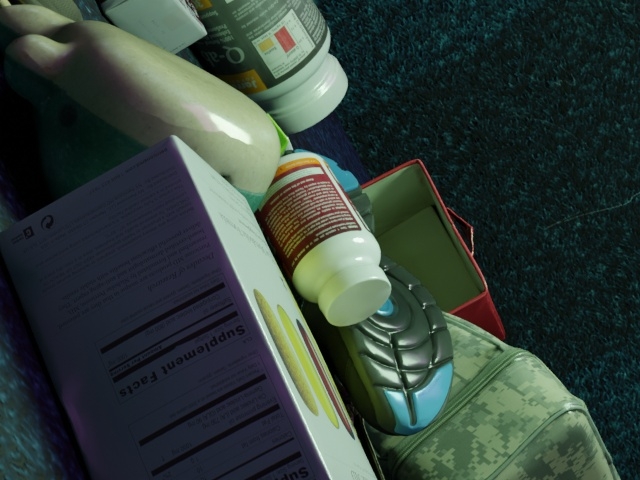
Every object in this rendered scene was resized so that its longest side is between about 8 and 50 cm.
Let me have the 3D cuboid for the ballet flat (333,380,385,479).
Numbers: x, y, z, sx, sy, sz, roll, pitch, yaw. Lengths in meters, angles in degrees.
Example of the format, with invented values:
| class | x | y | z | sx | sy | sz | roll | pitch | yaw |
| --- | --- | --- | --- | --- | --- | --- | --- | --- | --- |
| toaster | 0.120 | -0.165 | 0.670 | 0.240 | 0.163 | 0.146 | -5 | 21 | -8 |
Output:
| class | x | y | z | sx | sy | sz | roll | pitch | yaw |
| --- | --- | --- | --- | --- | --- | --- | --- | --- | --- |
| ballet flat | 0.053 | 0.241 | 1.647 | 0.250 | 0.058 | 0.084 | 63 | 8 | 13 |

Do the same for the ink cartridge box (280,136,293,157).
| class | x | y | z | sx | sy | sz | roll | pitch | yaw |
| --- | --- | --- | --- | --- | --- | --- | --- | --- | --- |
| ink cartridge box | -0.028 | -0.023 | 2.224 | 0.145 | 0.045 | 0.179 | -110 | -174 | -53 |

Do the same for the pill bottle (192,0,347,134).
| class | x | y | z | sx | sy | sz | roll | pitch | yaw |
| --- | --- | --- | --- | --- | --- | --- | --- | --- | --- |
| pill bottle | -0.086 | -0.279 | 2.240 | 0.278 | 0.162 | 0.162 | 56 | 9 | -32 |

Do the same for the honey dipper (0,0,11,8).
| class | x | y | z | sx | sy | sz | roll | pitch | yaw |
| --- | --- | --- | --- | --- | --- | --- | --- | --- | --- |
| honey dipper | -0.265 | -0.210 | 1.324 | 0.161 | 0.030 | 0.030 | 54 | 10 | -54 |

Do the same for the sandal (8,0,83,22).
| class | x | y | z | sx | sy | sz | roll | pitch | yaw |
| --- | --- | --- | --- | --- | --- | --- | --- | --- | --- |
| sandal | -0.252 | -0.251 | 1.432 | 0.219 | 0.060 | 0.090 | 55 | 10 | -39 |

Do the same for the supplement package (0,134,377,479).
| class | x | y | z | sx | sy | sz | roll | pitch | yaw |
| --- | --- | --- | --- | --- | --- | --- | --- | --- | --- |
| supplement package | -0.077 | 0.085 | 1.077 | 0.244 | 0.134 | 0.139 | 64 | 9 | 22 |

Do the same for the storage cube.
| class | x | y | z | sx | sy | sz | roll | pitch | yaw |
| --- | --- | --- | --- | --- | --- | --- | --- | --- | --- |
| storage cube | 0.085 | 0.053 | 1.992 | 0.183 | 0.215 | 0.193 | 64 | 2 | 22 |

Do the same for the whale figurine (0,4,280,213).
| class | x | y | z | sx | sy | sz | roll | pitch | yaw |
| --- | --- | --- | --- | --- | --- | --- | --- | --- | --- |
| whale figurine | -0.154 | -0.081 | 1.270 | 0.216 | 0.141 | 0.272 | 20 | 11 | -47 |

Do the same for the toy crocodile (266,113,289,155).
| class | x | y | z | sx | sy | sz | roll | pitch | yaw |
| --- | --- | --- | --- | --- | --- | --- | --- | --- | --- |
| toy crocodile | -0.113 | -0.101 | 1.569 | 0.115 | 0.105 | 0.340 | 52 | 4 | 20 |

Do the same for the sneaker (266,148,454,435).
| class | x | y | z | sx | sy | sz | roll | pitch | yaw |
| --- | --- | --- | --- | --- | --- | --- | --- | --- | --- |
| sneaker | 0.020 | 0.070 | 1.681 | 0.125 | 0.139 | 0.341 | 14 | 37 | -35 |

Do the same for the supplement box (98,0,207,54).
| class | x | y | z | sx | sy | sz | roll | pitch | yaw |
| --- | --- | --- | --- | --- | --- | --- | --- | --- | --- |
| supplement box | -0.216 | -0.321 | 1.879 | 0.239 | 0.073 | 0.130 | 64 | 8 | 27 |

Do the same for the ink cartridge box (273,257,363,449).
| class | x | y | z | sx | sy | sz | roll | pitch | yaw |
| --- | --- | --- | --- | --- | --- | --- | --- | --- | --- |
| ink cartridge box | -0.038 | 0.086 | 1.421 | 0.307 | 0.072 | 0.303 | 61 | -3 | 40 |

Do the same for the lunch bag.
| class | x | y | z | sx | sy | sz | roll | pitch | yaw |
| --- | --- | --- | --- | --- | --- | --- | --- | --- | --- |
| lunch bag | 0.154 | 0.219 | 1.834 | 0.256 | 0.212 | 0.305 | 46 | -6 | 37 |

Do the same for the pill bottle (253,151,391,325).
| class | x | y | z | sx | sy | sz | roll | pitch | yaw |
| --- | --- | --- | --- | --- | --- | --- | --- | --- | --- |
| pill bottle | 0.000 | 0.000 | 1.568 | 0.152 | 0.086 | 0.086 | 58 | 5 | 32 |
